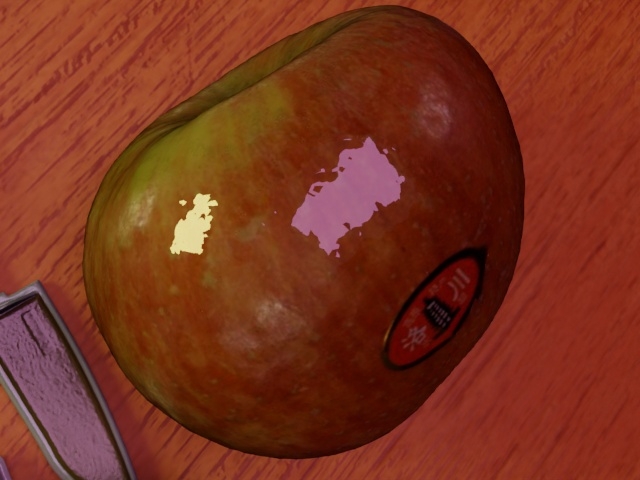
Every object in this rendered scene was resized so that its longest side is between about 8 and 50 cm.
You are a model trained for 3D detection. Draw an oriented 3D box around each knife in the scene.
[{"bbox_3d":[-0.224,0.053,0.687,0.061,0.027,0.343,-31,93,-24],"label":"knife"}]

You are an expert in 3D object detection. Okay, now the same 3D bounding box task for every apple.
[{"bbox_3d":[0.000,0.000,0.647,0.309,0.277,0.250,-32,107,5],"label":"apple"}]

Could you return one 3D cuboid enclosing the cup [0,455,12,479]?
[{"bbox_3d":[-0.242,0.199,0.644,0.116,0.074,0.104,53,42,-9],"label":"cup"}]
